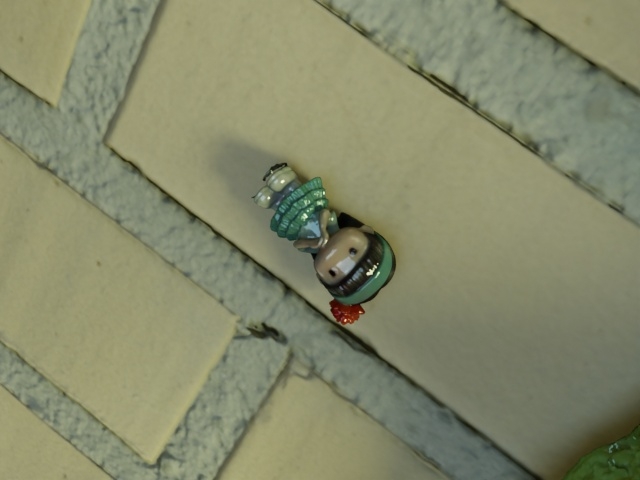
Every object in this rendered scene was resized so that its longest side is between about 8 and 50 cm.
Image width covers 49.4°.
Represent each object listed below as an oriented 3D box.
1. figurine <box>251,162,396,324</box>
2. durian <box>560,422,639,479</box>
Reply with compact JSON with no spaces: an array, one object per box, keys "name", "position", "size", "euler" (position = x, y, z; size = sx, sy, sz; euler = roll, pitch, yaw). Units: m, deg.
[{"name":"figurine","position":[0.000,0.000,0.445],"size":[0.106,0.047,0.060],"euler":[45,101,7]},{"name":"durian","position":[0.202,0.179,0.392],"size":[0.250,0.101,0.139],"euler":[-42,88,28]}]
